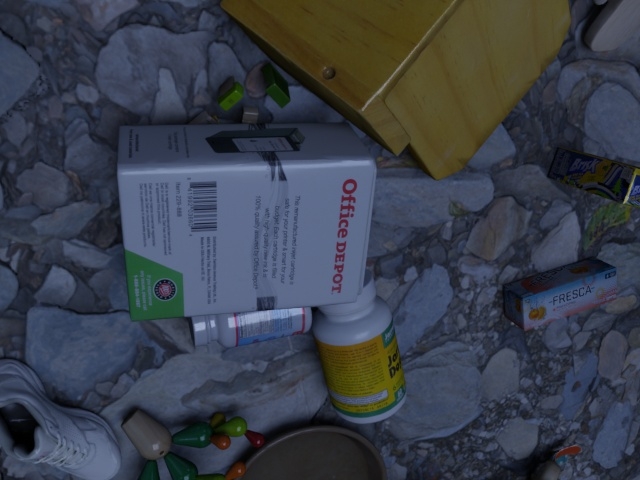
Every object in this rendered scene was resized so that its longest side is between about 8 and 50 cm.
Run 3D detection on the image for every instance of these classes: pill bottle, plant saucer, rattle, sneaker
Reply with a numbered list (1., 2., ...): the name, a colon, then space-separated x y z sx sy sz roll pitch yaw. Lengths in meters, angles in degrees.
1. pill bottle: 0.053 0.148 0.985 0.117 0.117 0.209 -19 114 -13
2. plant saucer: -0.025 0.411 1.095 0.277 0.041 0.278 -6 110 -17
3. pill bottle: -0.098 0.098 0.932 0.160 0.087 0.087 -9 111 -16
4. rattle: 0.363 0.427 1.245 0.200 0.142 0.130 -57 150 -11
5. sneaker: -0.353 0.259 0.881 0.090 0.115 0.232 -45 117 0

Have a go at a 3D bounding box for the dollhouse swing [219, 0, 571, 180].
1. dollhouse swing: 0.126 -0.301 0.888 0.315 0.305 0.347 40 93 15

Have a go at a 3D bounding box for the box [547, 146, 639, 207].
1. box: 0.416 -0.094 1.002 0.059 0.169 0.054 9 105 -22

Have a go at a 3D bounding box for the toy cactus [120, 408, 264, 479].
1. toy cactus: -0.206 0.310 0.976 0.219 0.112 0.180 -42 98 1

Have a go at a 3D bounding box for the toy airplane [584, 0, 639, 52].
1. toy airplane: 0.510 -0.464 0.866 0.386 0.272 0.384 -38 156 -5

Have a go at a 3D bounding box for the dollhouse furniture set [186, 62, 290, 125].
1. dollhouse furniture set: -0.110 -0.159 0.873 0.151 0.059 0.076 -37 126 17

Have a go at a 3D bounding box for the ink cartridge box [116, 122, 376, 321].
1. ink cartridge box: -0.093 -0.026 0.837 0.288 0.122 0.211 -3 123 -14

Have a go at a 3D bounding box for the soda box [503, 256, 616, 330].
1. soda box: 0.393 0.085 1.120 0.183 0.058 0.063 -16 113 -15
